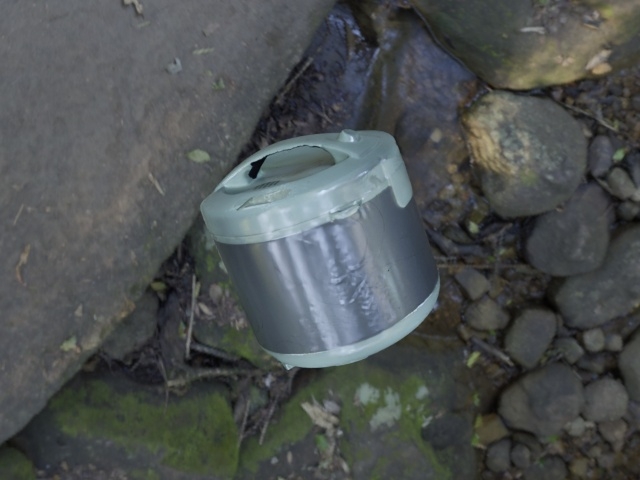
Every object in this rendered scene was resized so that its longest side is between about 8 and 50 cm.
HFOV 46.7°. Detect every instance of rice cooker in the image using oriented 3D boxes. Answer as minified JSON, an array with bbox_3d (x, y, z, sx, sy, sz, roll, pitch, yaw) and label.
[{"bbox_3d":[0.000,-0.003,0.987,0.288,0.288,0.277,-24,108,-6],"label":"rice cooker"}]
